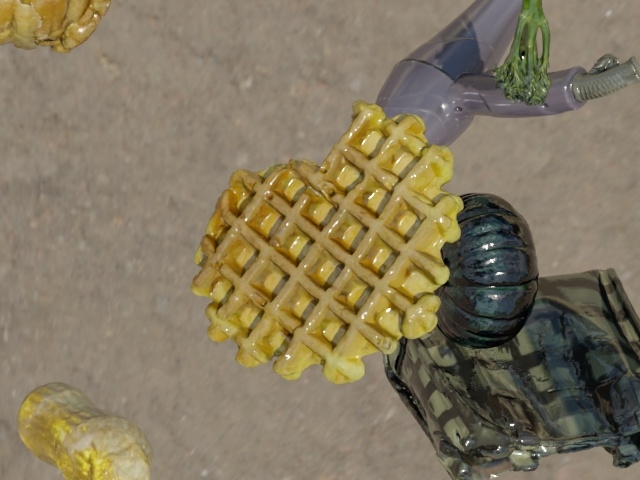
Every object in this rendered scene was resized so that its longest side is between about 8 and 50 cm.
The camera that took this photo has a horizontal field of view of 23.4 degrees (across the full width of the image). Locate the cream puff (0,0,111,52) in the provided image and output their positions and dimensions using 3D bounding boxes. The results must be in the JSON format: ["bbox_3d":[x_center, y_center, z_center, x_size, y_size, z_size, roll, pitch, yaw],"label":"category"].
[{"bbox_3d":[-0.170,-0.173,0.934,0.104,0.133,0.119,-21,70,-5],"label":"cream puff"}]

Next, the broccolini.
[{"bbox_3d":[0.205,-0.241,1.581,0.058,0.216,0.067,8,35,23],"label":"broccolini"}]

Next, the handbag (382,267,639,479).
[{"bbox_3d":[0.269,0.173,1.945,0.325,0.162,0.327,-7,30,-10],"label":"handbag"}]

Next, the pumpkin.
[{"bbox_3d":[0.189,0.037,1.847,0.150,0.194,0.194,-10,71,15],"label":"pumpkin"}]

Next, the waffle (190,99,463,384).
[{"bbox_3d":[0.000,0.000,1.353,0.253,0.056,0.249,1,79,25],"label":"waffle"}]

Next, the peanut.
[{"bbox_3d":[-0.234,0.201,1.544,0.087,0.206,0.087,-13,113,-34],"label":"peanut"}]

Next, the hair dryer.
[{"bbox_3d":[0.248,-0.204,1.851,0.301,0.361,0.121,-51,125,-25],"label":"hair dryer"}]
